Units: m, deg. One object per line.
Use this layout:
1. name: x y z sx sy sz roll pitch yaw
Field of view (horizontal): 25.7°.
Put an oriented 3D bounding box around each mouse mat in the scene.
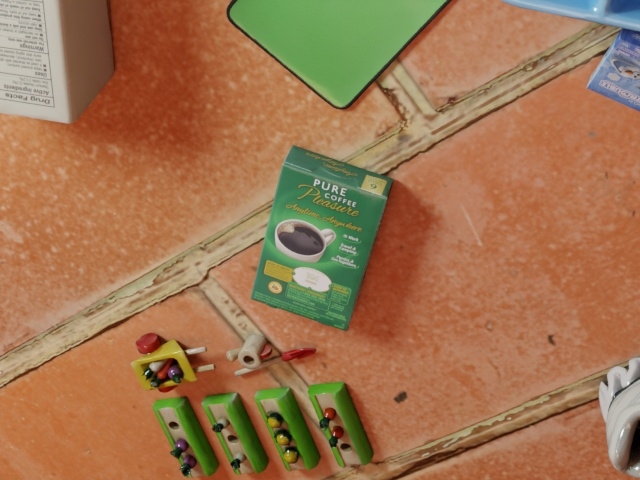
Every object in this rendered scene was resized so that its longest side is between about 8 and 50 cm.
1. mouse mat: 0.018 -0.222 1.294 0.152 0.007 0.189 39 126 -10

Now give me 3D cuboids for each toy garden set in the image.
1. toy garden set: -0.088 0.190 1.590 0.244 0.049 0.204 -9 120 24

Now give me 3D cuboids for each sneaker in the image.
1. sneaker: 0.382 0.129 1.346 0.110 0.118 0.292 37 126 -6

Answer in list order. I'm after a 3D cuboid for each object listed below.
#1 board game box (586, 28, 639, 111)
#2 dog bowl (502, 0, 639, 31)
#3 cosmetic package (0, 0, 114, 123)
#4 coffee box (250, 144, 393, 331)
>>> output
1. board game box: 0.289 -0.142 1.224 0.090 0.020 0.090 24 157 2
2. dog bowl: 0.247 -0.253 1.151 0.297 0.074 0.166 13 126 9
3. cosmetic package: -0.291 -0.276 1.296 0.160 0.113 0.310 11 127 12
4. coffee box: 0.000 0.000 1.433 0.113 0.040 0.184 18 128 6
